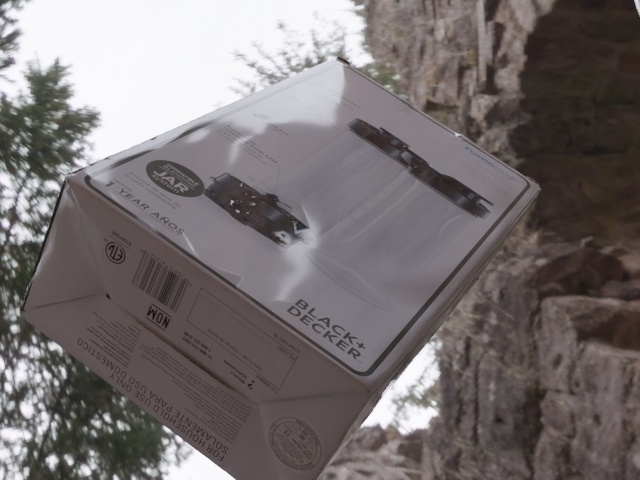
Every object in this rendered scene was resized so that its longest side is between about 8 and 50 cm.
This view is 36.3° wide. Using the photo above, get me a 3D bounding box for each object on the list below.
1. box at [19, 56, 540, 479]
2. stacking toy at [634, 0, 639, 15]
[{"bbox_3d":[0.000,0.000,0.545,0.169,0.290,0.087,34,-58,10],"label":"box"},{"bbox_3d":[0.151,-0.205,0.300,0.141,0.141,0.330,-42,-42,-10],"label":"stacking toy"}]
